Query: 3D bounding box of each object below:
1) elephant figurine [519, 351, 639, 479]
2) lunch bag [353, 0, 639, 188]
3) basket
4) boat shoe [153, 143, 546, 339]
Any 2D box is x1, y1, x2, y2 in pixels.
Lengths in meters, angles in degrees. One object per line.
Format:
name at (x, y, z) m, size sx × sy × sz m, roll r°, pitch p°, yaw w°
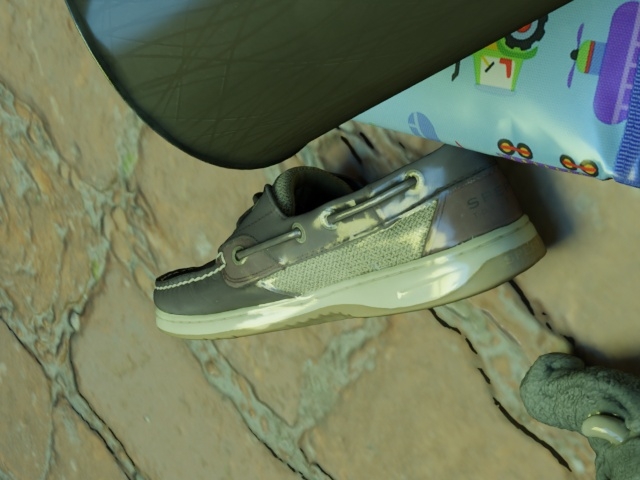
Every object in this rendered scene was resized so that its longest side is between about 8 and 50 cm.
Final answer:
elephant figurine at (0.194, 0.132, 0.554) m, size 0.169 × 0.186 × 0.239 m, roll 31°, pitch 149°, yaw -8°
lunch bag at (0.091, -0.192, 0.509) m, size 0.221 × 0.138 × 0.293 m, roll 19°, pitch 114°, yaw 43°
basket at (0.053, -0.141, 0.375) m, size 0.227 × 0.204 × 0.154 m, roll -20°, pitch 123°, yaw 31°
boat shoe at (0.000, 0.000, 0.717) m, size 0.285 × 0.103 × 0.092 m, roll -12°, pitch 95°, yaw 45°
